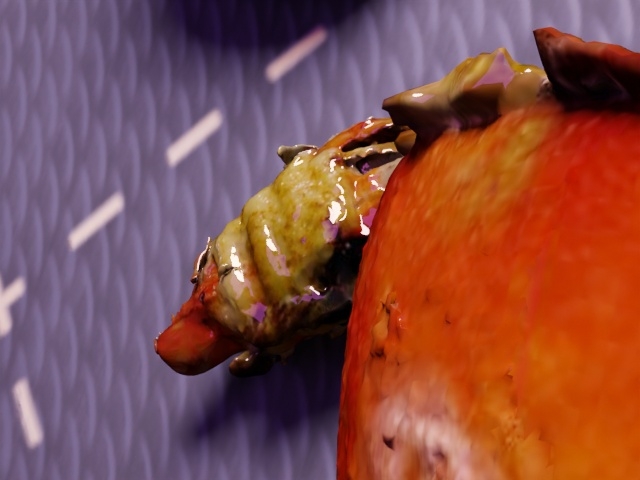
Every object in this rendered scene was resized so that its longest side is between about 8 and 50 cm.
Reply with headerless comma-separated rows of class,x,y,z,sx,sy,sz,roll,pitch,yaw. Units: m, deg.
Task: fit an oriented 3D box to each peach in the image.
peach,0.172,0.101,0.539,0.353,0.339,0.416,-38,51,14

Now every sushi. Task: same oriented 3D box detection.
sushi,0.001,-0.001,0.863,0.226,0.103,0.097,-33,83,18
